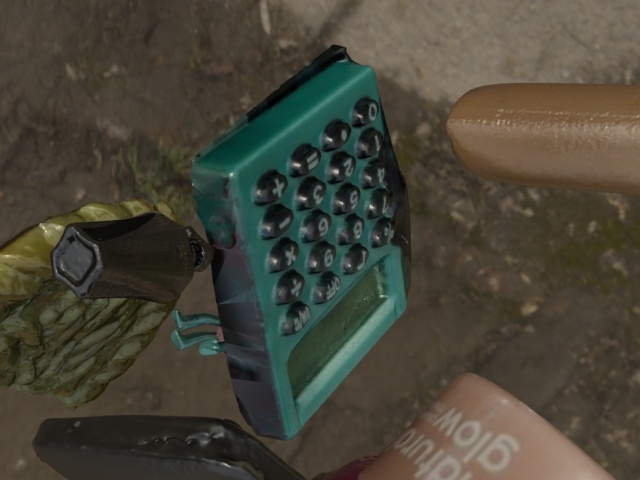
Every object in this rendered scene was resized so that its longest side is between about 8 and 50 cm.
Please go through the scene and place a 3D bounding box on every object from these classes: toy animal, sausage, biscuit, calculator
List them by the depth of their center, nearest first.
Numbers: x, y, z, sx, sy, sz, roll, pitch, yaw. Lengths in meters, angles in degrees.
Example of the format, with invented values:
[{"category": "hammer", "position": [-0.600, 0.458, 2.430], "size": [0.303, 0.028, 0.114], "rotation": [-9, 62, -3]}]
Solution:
[{"category": "biscuit", "position": [-0.170, 0.044, 0.824], "size": [0.187, 0.036, 0.273], "rotation": [-45, 160, 1]}, {"category": "calculator", "position": [0.000, 0.000, 0.958], "size": [0.058, 0.248, 0.274], "rotation": [8, 122, 30]}, {"category": "toy animal", "position": [-0.068, 0.074, 1.287], "size": [0.208, 0.100, 0.103], "rotation": [-24, 168, -40]}, {"category": "sausage", "position": [0.278, -0.118, 1.295], "size": [0.253, 0.123, 0.123], "rotation": [7, 130, 25]}]

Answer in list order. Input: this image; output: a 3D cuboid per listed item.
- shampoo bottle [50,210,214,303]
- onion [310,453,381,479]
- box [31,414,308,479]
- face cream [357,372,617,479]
[{"category": "shampoo bottle", "position": [-0.088, 0.008, 0.570], "size": [0.027, 0.137, 0.048], "rotation": [-11, 87, 17]}, {"category": "onion", "position": [0.168, 0.502, 1.674], "size": [0.420, 0.398, 0.398], "rotation": [-11, 130, 25]}, {"category": "box", "position": [-0.145, 0.323, 1.432], "size": [0.359, 0.091, 0.350], "rotation": [-6, 139, 36]}, {"category": "face cream", "position": [0.073, 0.138, 0.441], "size": [0.104, 0.149, 0.149], "rotation": [-45, 125, -7]}]
